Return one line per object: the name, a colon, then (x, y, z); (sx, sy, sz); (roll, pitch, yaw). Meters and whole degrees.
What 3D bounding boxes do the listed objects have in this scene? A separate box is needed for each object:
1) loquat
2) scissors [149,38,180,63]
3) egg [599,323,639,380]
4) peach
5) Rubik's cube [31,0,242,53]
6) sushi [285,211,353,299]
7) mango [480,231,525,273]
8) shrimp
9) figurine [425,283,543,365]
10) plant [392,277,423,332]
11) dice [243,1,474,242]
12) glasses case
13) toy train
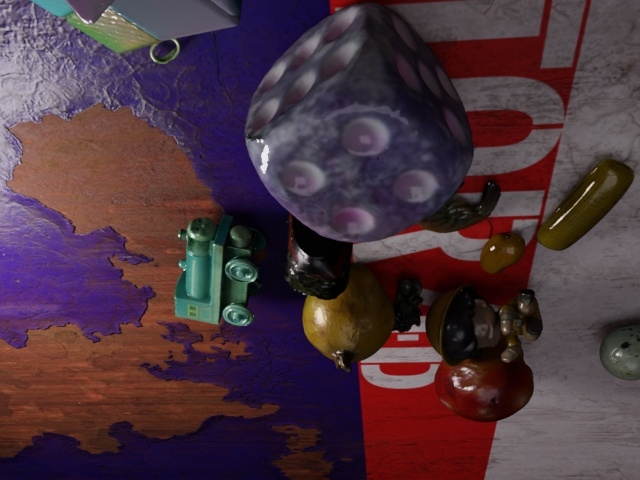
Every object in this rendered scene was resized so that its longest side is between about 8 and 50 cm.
loquat: (0.057, 0.176, 1.422); (0.214, 0.246, 0.213); (4, 138, 4)
scissors: (-0.221, -0.364, 1.034); (0.187, 0.020, 0.133); (-15, 129, 20)
egg: (0.752, 0.261, 1.556); (0.164, 0.131, 0.131); (-38, 124, 19)
peach: (0.396, 0.343, 1.587); (0.244, 0.243, 0.199); (-21, 89, 23)
Rubik's cube: (-0.247, -0.411, 0.761); (0.368, 0.358, 0.387); (-6, 146, 11)
sushi: (0.000, 0.000, 1.253); (0.136, 0.225, 0.126); (0, 137, 2)
mango: (0.383, 0.027, 1.379); (0.080, 0.060, 0.114); (16, 139, -9)
shrimp: (0.268, -0.115, 1.248); (0.169, 0.058, 0.296); (-5, 140, -1)
figurine: (0.365, 0.186, 1.468); (0.257, 0.167, 0.192); (-8, 109, 14)
plant: (0.199, 0.151, 1.511); (0.085, 0.087, 0.174); (-21, 140, -26)
dice: (0.061, -0.180, 1.029); (0.270, 0.270, 0.271); (-30, 127, 30)
glasses case: (0.515, -0.063, 1.276); (0.079, 0.064, 0.234); (21, 135, -8)
toy train: (-0.225, 0.070, 1.423); (0.194, 0.120, 0.298); (11, 136, -1)
